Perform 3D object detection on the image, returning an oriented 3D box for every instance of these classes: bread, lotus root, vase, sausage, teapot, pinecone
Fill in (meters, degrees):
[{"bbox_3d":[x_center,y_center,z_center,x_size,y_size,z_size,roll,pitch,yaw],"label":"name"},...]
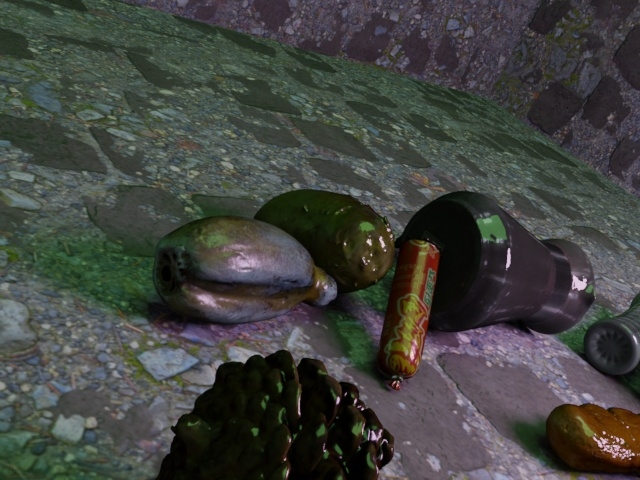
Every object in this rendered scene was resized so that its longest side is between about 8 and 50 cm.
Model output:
[{"bbox_3d":[0.504,0.329,1.125,0.344,0.084,0.124,13,33,-26],"label":"bread"},{"bbox_3d":[-0.103,0.043,1.045,0.322,0.158,0.140,8,29,-49],"label":"lotus root"},{"bbox_3d":[0.669,0.193,1.477,0.298,0.143,0.143,-10,42,-47],"label":"vase"},{"bbox_3d":[0.141,0.119,1.123,0.083,0.083,0.264,21,56,-8],"label":"sausage"},{"bbox_3d":[0.319,0.059,1.333,0.344,0.253,0.300,15,-2,-35],"label":"teapot"},{"bbox_3d":[-0.034,0.239,0.650,0.257,0.243,0.243,47,27,0],"label":"pinecone"}]

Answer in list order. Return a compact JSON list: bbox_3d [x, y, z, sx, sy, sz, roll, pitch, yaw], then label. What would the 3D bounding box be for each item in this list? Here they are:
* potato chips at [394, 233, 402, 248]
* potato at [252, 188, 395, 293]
[{"bbox_3d":[0.264,0.002,1.468,0.219,0.202,0.029,3,64,-9],"label":"potato chips"},{"bbox_3d":[0.000,0.000,1.224,0.298,0.176,0.141,15,8,40],"label":"potato"}]
